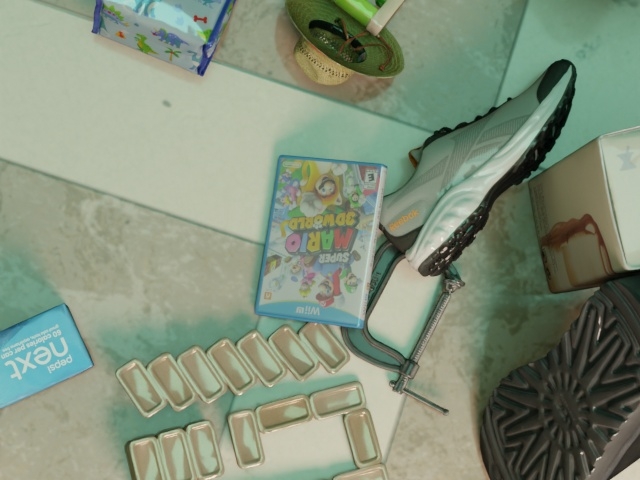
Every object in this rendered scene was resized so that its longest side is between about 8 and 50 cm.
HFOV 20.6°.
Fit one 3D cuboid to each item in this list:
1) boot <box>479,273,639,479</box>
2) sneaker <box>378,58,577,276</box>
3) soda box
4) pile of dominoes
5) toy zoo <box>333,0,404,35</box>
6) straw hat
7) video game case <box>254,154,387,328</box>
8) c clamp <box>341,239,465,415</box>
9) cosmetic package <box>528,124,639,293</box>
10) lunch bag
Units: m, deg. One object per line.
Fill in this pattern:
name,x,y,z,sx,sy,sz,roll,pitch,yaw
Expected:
boot,0.421,0.130,1.756,0.445,0.367,0.146,-10,65,-28
sneaker,0.161,-0.092,1.797,0.108,0.100,0.271,41,79,17
soda box,-0.334,0.137,1.746,0.210,0.067,0.071,-24,88,-7
pile of dominoes,-0.073,0.192,1.793,0.251,0.040,0.196,-13,86,-15
toy zoo,0.000,-0.373,1.819,0.293,0.030,0.192,38,73,-1
straw hat,0.010,-0.193,1.802,0.144,0.144,0.061,38,123,-2
video game case,0.000,0.000,1.786,0.119,0.015,0.166,6,85,25
c clamp,0.096,0.081,1.816,0.137,0.022,0.161,22,85,2
cosmetic package,0.311,-0.031,1.703,0.153,0.296,0.129,-10,85,-5
lunch bag,-0.145,-0.264,1.786,0.128,0.096,0.151,23,66,-3
